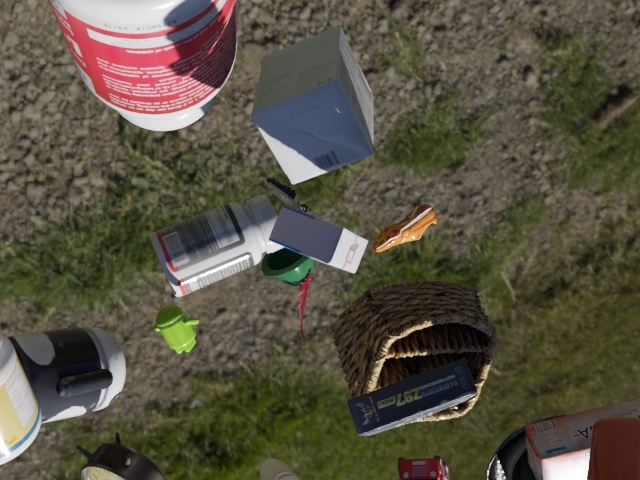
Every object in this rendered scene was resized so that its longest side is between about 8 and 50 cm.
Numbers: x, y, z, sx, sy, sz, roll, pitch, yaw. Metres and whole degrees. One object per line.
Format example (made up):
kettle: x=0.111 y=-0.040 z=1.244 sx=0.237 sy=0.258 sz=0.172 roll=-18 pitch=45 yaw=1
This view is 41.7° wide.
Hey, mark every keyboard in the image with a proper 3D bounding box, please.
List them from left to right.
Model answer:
keyboard: x=-0.067 y=-0.096 z=1.899 sx=0.023 sy=0.108 sz=0.180 roll=-53 pitch=173 yaw=-4

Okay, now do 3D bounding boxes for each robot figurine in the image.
robot figurine: x=-0.505 y=0.257 z=1.585 sx=0.278 sy=0.209 sz=0.173 roll=-4 pitch=132 yaw=-44
robot figurine: x=-0.322 y=0.194 z=1.870 sx=0.101 sy=0.067 sz=0.115 roll=-14 pitch=113 yaw=32

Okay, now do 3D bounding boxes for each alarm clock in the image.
alarm clock: x=-0.296 y=0.384 z=1.307 sx=0.129 sy=0.064 sz=0.192 roll=3 pitch=126 yaw=29

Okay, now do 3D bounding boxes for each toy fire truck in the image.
toy fire truck: x=0.123 y=0.317 z=0.935 sx=0.047 sy=0.135 sz=0.192 roll=-6 pitch=159 yaw=11

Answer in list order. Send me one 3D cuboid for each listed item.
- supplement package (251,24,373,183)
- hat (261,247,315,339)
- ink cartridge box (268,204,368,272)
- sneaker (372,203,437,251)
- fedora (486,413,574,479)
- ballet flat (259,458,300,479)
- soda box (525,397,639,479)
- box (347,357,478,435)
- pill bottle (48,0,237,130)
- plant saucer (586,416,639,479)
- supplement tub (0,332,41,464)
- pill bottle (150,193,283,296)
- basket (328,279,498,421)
supplement package: x=-0.009 y=-0.300 z=1.846 sx=0.199 sy=0.262 sz=0.198 roll=-19 pitch=125 yaw=17
hat: x=-0.040 y=0.096 z=2.168 sx=0.208 sy=0.173 sz=0.183 roll=-40 pitch=119 yaw=-8
ink cartridge box: x=0.000 y=0.000 z=1.082 sx=0.052 sy=0.088 sz=0.122 roll=-68 pitch=161 yaw=-2
sneaker: x=0.205 y=-0.017 z=2.011 sx=0.175 sy=0.064 sz=0.067 roll=-32 pitch=115 yaw=-4
fedora: x=0.473 y=0.475 z=1.531 sx=0.334 sy=0.152 sz=0.334 roll=2 pitch=121 yaw=3
ballet flat: x=-0.046 y=0.540 z=1.702 sx=0.086 sy=0.248 sz=0.086 roll=-24 pitch=152 yaw=-14
soda box: x=0.331 y=0.231 z=0.961 sx=0.183 sy=0.058 sz=0.063 roll=-13 pitch=120 yaw=0
box: x=0.143 y=0.247 z=1.299 sx=0.183 sy=0.059 sz=0.232 roll=-19 pitch=165 yaw=1
pill bottle: x=-0.221 y=-0.297 z=1.086 sx=0.229 sy=0.229 sz=0.407 roll=-13 pitch=167 yaw=-9
plant saucer: x=0.312 y=0.242 z=0.581 sx=0.259 sy=0.258 sz=0.047 roll=20 pitch=126 yaw=11
supplement tub: x=-0.506 y=0.220 z=1.233 sx=0.144 sy=0.144 sz=0.199 roll=-13 pitch=128 yaw=-9
pill bottle: x=-0.235 y=0.006 z=1.953 sx=0.283 sy=0.161 sz=0.161 roll=-23 pitch=139 yaw=-10
basket: x=0.204 y=0.216 z=1.635 sx=0.299 sy=0.223 sz=0.213 roll=4 pitch=146 yaw=-33
